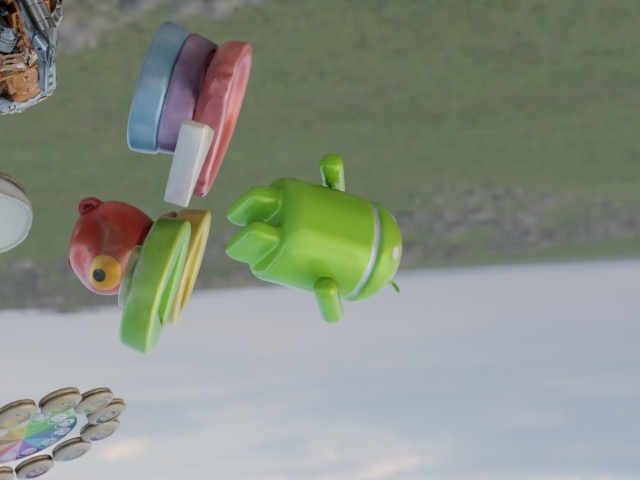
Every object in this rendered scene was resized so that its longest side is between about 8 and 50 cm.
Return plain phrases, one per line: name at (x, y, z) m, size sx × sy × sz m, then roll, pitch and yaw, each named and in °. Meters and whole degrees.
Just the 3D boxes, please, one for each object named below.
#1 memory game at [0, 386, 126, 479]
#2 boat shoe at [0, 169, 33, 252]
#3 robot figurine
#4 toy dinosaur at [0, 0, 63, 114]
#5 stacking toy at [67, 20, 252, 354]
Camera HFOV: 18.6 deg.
memory game at (-0.254, 0.174, 1.679) m, size 0.186 × 0.012 × 0.186 m, roll -21°, pitch 159°, yaw -9°
boat shoe at (-0.389, -0.012, 1.831) m, size 0.302 × 0.113 × 0.103 m, roll -2°, pitch -153°, yaw -43°
robot figurine at (0.000, 0.000, 1.217) m, size 0.115 × 0.101 × 0.067 m, roll 16°, pitch 148°, yaw -24°
toy dinosaur at (-0.243, -0.236, 1.458) m, size 0.164 × 0.218 × 0.322 m, roll -12°, pitch 145°, yaw -38°
stacking toy at (-0.175, -0.051, 1.868) m, size 0.130 × 0.309 × 0.279 m, roll 17°, pitch -161°, yaw 3°
